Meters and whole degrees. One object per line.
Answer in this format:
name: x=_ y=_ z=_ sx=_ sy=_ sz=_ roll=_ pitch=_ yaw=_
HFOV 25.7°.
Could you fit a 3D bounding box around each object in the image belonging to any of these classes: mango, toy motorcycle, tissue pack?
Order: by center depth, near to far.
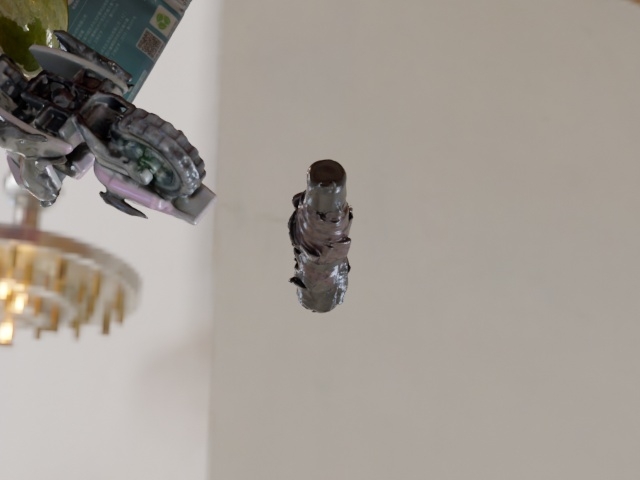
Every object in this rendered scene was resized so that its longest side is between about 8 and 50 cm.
toy motorcycle: x=-0.236 y=-0.100 z=1.414 sx=0.327 sy=0.143 sz=0.188 roll=23 pitch=154 yaw=28
mango: x=-0.371 y=-0.312 z=1.497 sx=0.289 sy=0.146 sz=0.129 roll=40 pitch=176 yaw=6
tissue pack: x=-0.287 y=-0.285 z=1.761 sx=0.192 sy=0.271 sz=0.134 roll=37 pitch=155 yaw=-20

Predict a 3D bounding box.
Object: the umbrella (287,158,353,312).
umbrella: x=0.000 y=0.000 z=1.928 sx=0.094 sy=0.090 sz=0.326 roll=-8 pitch=147 yaw=-5
